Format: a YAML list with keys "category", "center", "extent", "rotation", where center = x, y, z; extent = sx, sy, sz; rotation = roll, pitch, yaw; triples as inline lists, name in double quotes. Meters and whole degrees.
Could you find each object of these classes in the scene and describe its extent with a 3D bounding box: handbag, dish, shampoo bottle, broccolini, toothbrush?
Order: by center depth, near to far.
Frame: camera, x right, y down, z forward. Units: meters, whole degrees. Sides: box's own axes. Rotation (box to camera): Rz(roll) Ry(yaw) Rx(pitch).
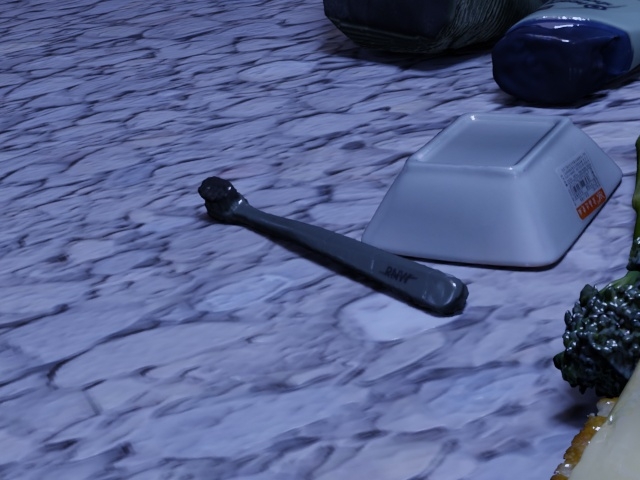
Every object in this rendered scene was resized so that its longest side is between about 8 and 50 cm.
- category: "broccolini"
  center: [0.213, -0.013, 0.833]
  extent: [0.079, 0.074, 0.392]
  rotation: [33, 30, -3]
- category: "toothbrush"
  center: [0.000, 0.000, 0.939]
  extent: [0.030, 0.030, 0.297]
  rotation: [-46, 39, -18]
- category: "dish"
  center: [0.141, -0.057, 0.988]
  extent: [0.154, 0.064, 0.234]
  rotation: [5, 24, 28]
- category: "shampoo bottle"
  center: [0.301, -0.227, 1.326]
  extent: [0.134, 0.078, 0.359]
  rotation: [11, 28, 28]
- category: "handbag"
  center: [0.153, -0.376, 1.437]
  extent: [0.240, 0.341, 0.247]
  rotation: [-5, 18, -45]

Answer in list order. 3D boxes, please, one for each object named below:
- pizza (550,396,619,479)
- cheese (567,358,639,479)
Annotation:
- category: "pizza"
  center: [0.164, 0.123, 0.590]
  extent: [0.099, 0.036, 0.160]
  rotation: [-16, 24, -21]
- category: "cheese"
  center: [0.246, 0.110, 0.446]
  extent: [0.315, 0.128, 0.259]
  rotation: [21, 37, 22]
